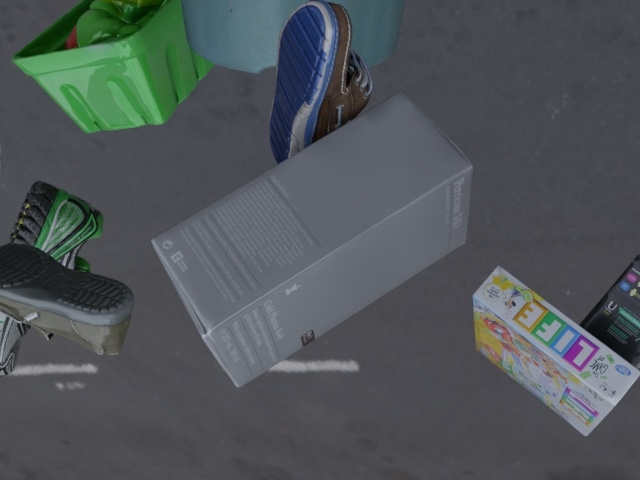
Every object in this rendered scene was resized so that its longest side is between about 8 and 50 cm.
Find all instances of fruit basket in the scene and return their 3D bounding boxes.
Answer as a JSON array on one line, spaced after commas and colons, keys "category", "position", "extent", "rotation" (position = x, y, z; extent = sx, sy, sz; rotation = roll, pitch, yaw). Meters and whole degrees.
[{"category": "fruit basket", "position": [-0.310, -0.407, 1.341], "extent": [0.283, 0.392, 0.392], "rotation": [-3, 136, 25]}]

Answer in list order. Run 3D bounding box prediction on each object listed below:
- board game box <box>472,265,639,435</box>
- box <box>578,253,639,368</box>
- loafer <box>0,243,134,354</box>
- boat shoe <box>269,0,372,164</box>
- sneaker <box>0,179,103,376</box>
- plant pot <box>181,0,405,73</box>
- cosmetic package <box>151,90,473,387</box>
[{"category": "board game box", "position": [0.152, 0.079, 0.560], "extent": [0.103, 0.026, 0.154], "rotation": [38, 172, 21]}, {"category": "box", "position": [0.244, 0.060, 0.648], "extent": [0.052, 0.083, 0.062], "rotation": [41, -169, 24]}, {"category": "loafer", "position": [-0.324, 0.074, 0.969], "extent": [0.251, 0.094, 0.087], "rotation": [17, 123, 28]}, {"category": "boat shoe", "position": [0.003, -0.126, 0.665], "extent": [0.066, 0.066, 0.183], "rotation": [-15, 159, -19]}, {"category": "sneaker", "position": [-0.466, 0.082, 1.379], "extent": [0.146, 0.134, 0.343], "rotation": [22, 104, -25]}, {"category": "plant pot", "position": [-0.027, -0.377, 0.910], "extent": [0.341, 0.341, 0.334], "rotation": [10, 121, 13]}, {"category": "cosmetic package", "position": [0.000, 0.000, 0.670], "extent": [0.238, 0.107, 0.127], "rotation": [-30, 151, -8]}]
